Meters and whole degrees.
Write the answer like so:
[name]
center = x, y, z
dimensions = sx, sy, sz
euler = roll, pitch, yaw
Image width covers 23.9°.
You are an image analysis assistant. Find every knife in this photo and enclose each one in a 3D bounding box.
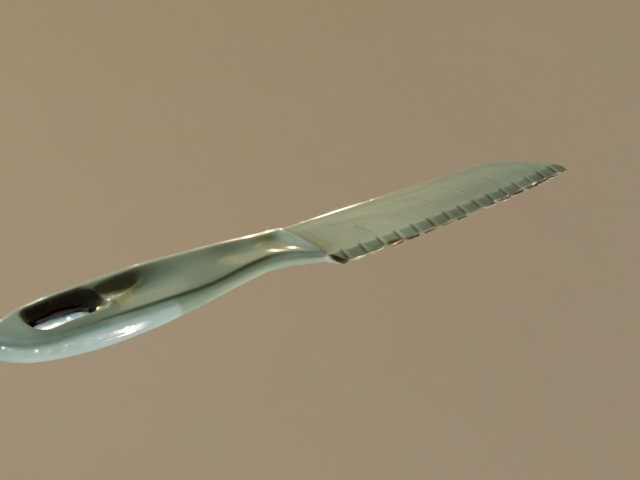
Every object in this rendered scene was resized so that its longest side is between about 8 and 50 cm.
[knife]
center = 0.000, 0.000, 0.621
dimensions = 0.044, 0.019, 0.313
euler = 22, -150, 40
